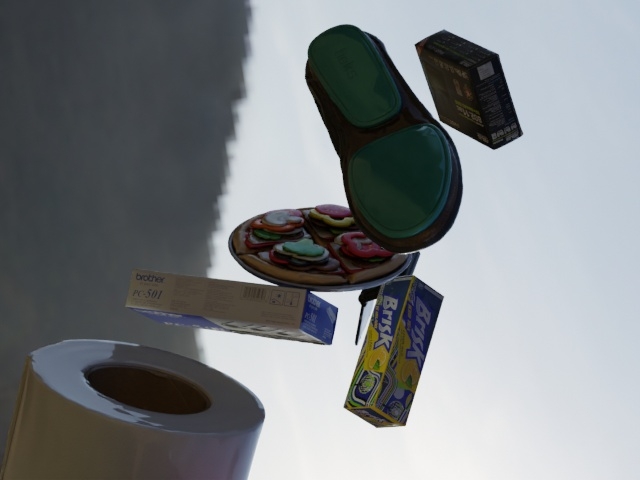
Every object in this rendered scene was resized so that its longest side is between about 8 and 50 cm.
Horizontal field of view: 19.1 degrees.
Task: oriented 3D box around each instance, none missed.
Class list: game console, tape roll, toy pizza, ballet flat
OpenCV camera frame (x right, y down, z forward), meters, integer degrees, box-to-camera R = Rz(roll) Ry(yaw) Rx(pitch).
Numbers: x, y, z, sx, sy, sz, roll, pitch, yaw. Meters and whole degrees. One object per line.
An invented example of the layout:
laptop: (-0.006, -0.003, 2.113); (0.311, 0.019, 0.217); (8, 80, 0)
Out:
game console: (0.093, 0.078, 2.637); (0.071, 0.107, 0.122); (64, 21, -18)
tape roll: (-0.191, 0.221, 1.914); (0.246, 0.246, 0.169); (-134, -124, -65)
toy pizza: (0.000, 0.000, 2.072); (0.201, 0.201, 0.032); (-126, -144, -58)
ballet flat: (0.060, -0.067, 1.535); (0.280, 0.095, 0.096); (-107, 174, -47)

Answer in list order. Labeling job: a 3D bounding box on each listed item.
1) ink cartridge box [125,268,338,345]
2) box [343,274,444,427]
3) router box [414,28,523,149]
ink cartridge box: (-0.094, 0.071, 2.046); (0.097, 0.207, 0.046); (34, 65, -65)
box: (0.085, 0.127, 2.192); (0.054, 0.059, 0.169); (-9, -125, 47)
router box: (0.147, -0.151, 1.898); (0.122, 0.038, 0.092); (37, -28, 60)
